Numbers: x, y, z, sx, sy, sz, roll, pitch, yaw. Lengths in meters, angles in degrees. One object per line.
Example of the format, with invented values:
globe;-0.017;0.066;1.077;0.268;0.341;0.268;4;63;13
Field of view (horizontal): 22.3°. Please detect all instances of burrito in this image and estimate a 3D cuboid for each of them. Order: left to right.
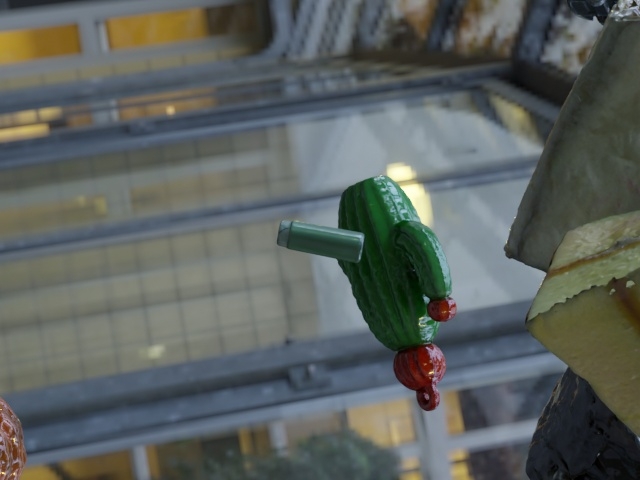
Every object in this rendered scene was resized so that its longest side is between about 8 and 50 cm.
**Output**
burrito;0.279;-0.099;1.427;0.299;0.143;0.105;-63;180;14

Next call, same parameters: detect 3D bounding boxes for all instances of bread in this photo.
bread;0.295;0.103;1.231;0.264;0.168;0.163;58;27;-9

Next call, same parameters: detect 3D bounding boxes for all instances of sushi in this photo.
sushi;0.441;0.236;2.117;0.294;0.299;0.281;112;-19;-45

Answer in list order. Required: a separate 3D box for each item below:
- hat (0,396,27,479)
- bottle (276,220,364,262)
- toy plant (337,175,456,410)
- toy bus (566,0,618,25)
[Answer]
hat;-0.440;0.323;1.602;0.285;0.285;0.400;-143;-118;-74
bottle;0.000;0.000;1.578;0.030;0.083;0.030;11;90;-89
toy plant;0.085;0.044;1.694;0.240;0.088;0.154;60;-38;31
toy bus;0.377;-0.295;1.882;0.079;0.174;0.077;37;63;-62
